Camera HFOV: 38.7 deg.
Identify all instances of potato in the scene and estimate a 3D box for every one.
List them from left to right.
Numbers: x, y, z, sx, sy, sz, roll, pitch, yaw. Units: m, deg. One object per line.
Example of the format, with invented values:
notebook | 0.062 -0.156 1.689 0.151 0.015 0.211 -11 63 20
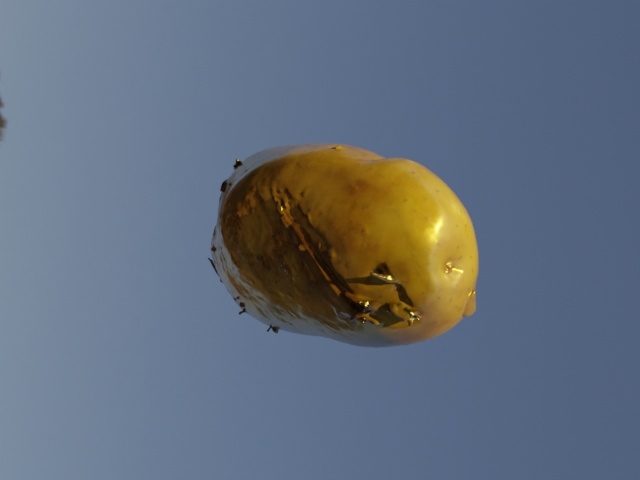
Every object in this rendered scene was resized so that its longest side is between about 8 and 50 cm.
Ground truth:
potato | 0.000 0.000 0.763 0.300 0.140 0.173 8 -51 54
